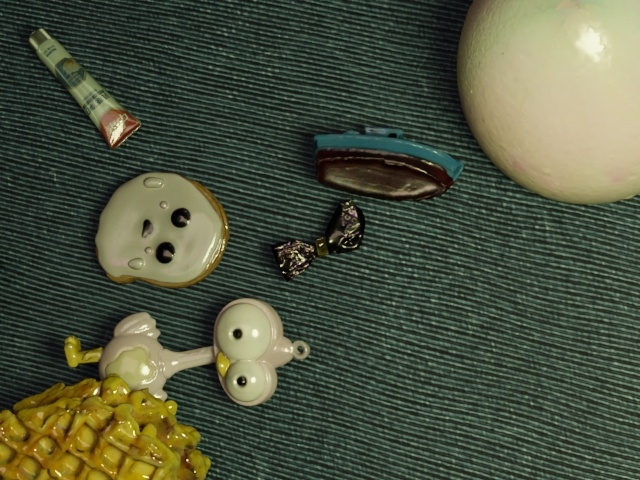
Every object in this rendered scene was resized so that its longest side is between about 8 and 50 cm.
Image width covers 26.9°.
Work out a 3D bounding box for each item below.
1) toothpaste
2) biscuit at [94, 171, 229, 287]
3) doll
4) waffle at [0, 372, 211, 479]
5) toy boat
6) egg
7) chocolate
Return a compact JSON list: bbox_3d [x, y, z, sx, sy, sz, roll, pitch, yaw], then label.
[{"bbox_3d":[-0.376,-0.243,2.112,0.062,0.039,0.239,-42,75,-3],"label":"toothpaste"},{"bbox_3d":[-0.243,-0.016,2.032,0.208,0.049,0.181,9,83,17],"label":"biscuit"},{"bbox_3d":[-0.193,0.176,1.961,0.365,0.094,0.160,-8,81,13],"label":"doll"},{"bbox_3d":[-0.329,0.330,1.903,0.324,0.151,0.261,-9,114,9],"label":"waffle"},{"bbox_3d":[0.097,-0.116,1.949,0.223,0.100,0.097,8,46,10],"label":"toy boat"},{"bbox_3d":[0.347,-0.244,1.775,0.354,0.340,0.354,-3,78,15],"label":"egg"},{"bbox_3d":[0.001,0.003,1.960,0.147,0.070,0.072,-30,102,8],"label":"chocolate"}]
